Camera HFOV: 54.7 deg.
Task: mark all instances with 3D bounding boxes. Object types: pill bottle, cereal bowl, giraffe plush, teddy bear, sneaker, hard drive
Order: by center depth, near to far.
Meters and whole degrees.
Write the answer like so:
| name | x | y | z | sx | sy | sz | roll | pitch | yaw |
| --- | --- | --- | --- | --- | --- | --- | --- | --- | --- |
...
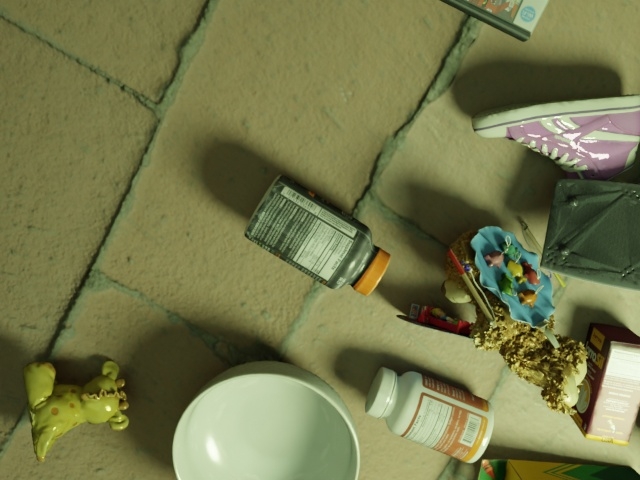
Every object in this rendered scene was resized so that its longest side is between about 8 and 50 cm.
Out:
| name | x | y | z | sx | sy | sz | roll | pitch | yaw |
| --- | --- | --- | --- | --- | --- | --- | --- | --- | --- |
| hard drive | 0.502 | -0.005 | 1.009 | 0.254 | 0.054 | 0.172 | 10 | 87 | 18 |
| sneaker | 0.400 | -0.157 | 1.047 | 0.282 | 0.102 | 0.161 | -3 | 104 | 4 |
| teddy bear | 0.322 | 0.144 | 1.050 | 0.338 | 0.245 | 0.113 | 42 | 127 | -6 |
| pill bottle | 0.000 | 0.000 | 1.086 | 0.245 | 0.130 | 0.130 | 32 | 102 | -3 |
| pill bottle | 0.198 | 0.316 | 1.144 | 0.216 | 0.121 | 0.121 | 22 | 102 | -1 |
| cereal bowl | -0.094 | 0.376 | 1.163 | 0.338 | 0.141 | 0.339 | 1 | 101 | 4 |
| giraffe plush | -0.460 | 0.307 | 1.174 | 0.170 | 0.210 | 0.182 | -8 | 91 | -28 |

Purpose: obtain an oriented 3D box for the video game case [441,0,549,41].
| name | x | y | z | sx | sy | sz | roll | pitch | yaw |
| --- | --- | --- | --- | --- | --- | --- | --- | --- | --- |
| video game case | 0.279 | -0.503 | 1.015 | 0.274 | 0.035 | 0.248 | 26 | 102 | -2 |

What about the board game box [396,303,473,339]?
| name | x | y | z | sx | sy | sz | roll | pitch | yaw |
| --- | --- | --- | --- | --- | --- | --- | --- | --- | --- |
| board game box | 0.221 | 0.142 | 1.104 | 0.168 | 0.133 | 0.033 | 14 | 90 | 1 |

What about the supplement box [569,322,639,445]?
| name | x | y | z | sx | sy | sz | roll | pitch | yaw |
| --- | --- | --- | --- | --- | --- | --- | --- | --- | --- |
| supplement box | 0.522 | 0.257 | 1.120 | 0.080 | 0.104 | 0.188 | 9 | 101 | 2 |

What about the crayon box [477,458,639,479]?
| name | x | y | z | sx | sy | sz | roll | pitch | yaw |
| --- | --- | --- | --- | --- | --- | --- | --- | --- | --- |
| crayon box | 0.445 | 0.529 | 1.166 | 0.318 | 0.081 | 0.202 | 6 | 102 | -8 |

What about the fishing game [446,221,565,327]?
| name | x | y | z | sx | sy | sz | roll | pitch | yaw |
| --- | --- | --- | --- | --- | --- | --- | --- | --- | --- |
| fishing game | 0.321 | 0.052 | 1.007 | 0.041 | 0.264 | 0.189 | -42 | 67 | 42 |
